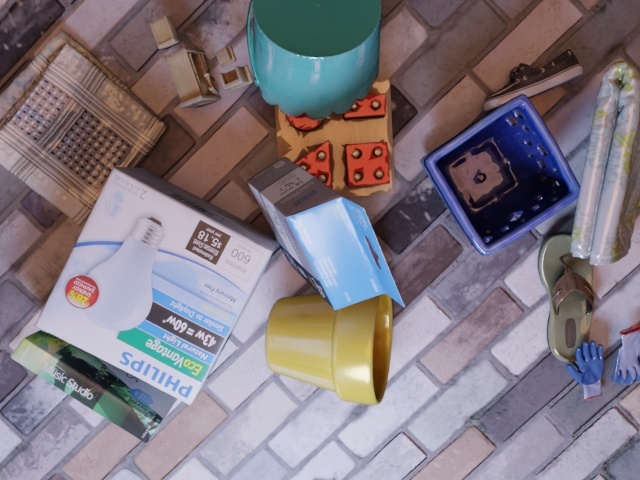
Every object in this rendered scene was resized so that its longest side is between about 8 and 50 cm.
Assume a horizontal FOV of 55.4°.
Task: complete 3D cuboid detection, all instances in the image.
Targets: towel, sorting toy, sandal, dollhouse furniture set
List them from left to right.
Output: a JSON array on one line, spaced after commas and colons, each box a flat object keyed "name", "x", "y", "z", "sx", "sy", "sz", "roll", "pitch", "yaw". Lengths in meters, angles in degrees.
[{"name": "towel", "x": -0.550, "y": -0.243, "z": 1.337, "sx": 0.324, "sy": 0.056, "sz": 0.312, "roll": 41, "pitch": 96, "yaw": -3}, {"name": "dollhouse furniture set", "x": -0.236, "y": -0.392, "z": 1.279, "sx": 0.161, "sy": 0.101, "sz": 0.182, "roll": -16, "pitch": 97, "yaw": 20}, {"name": "sorting toy", "x": 0.031, "y": -0.218, "z": 1.318, "sx": 0.255, "sy": 0.089, "sz": 0.257, "roll": -4, "pitch": 97, "yaw": 1}, {"name": "sandal", "x": 0.562, "y": 0.129, "z": 1.356, "sx": 0.120, "sy": 0.086, "sz": 0.303, "roll": -9, "pitch": 97, "yaw": 1}, {"name": "towel", "x": 0.597, "y": -0.137, "z": 1.217, "sx": 0.090, "sy": 0.320, "sz": 0.375, "roll": 12, "pitch": 98, "yaw": 31}]

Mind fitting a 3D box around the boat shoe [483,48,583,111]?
[{"name": "boat shoe", "x": 0.447, "y": -0.346, "z": 1.307, "sx": 0.228, "sy": 0.080, "sz": 0.076, "roll": -23, "pitch": 90, "yaw": 2}]

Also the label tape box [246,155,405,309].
[{"name": "label tape box", "x": 0.000, "y": 0.000, "z": 1.183, "sx": 0.106, "sy": 0.333, "sz": 0.241, "roll": -33, "pitch": 122, "yaw": -11}]

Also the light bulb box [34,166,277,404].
[{"name": "light bulb box", "x": -0.328, "y": 0.084, "z": 1.289, "sx": 0.358, "sy": 0.225, "sz": 0.361, "roll": 27, "pitch": 95, "yaw": -3}]

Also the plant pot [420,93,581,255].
[{"name": "plant pot", "x": 0.352, "y": -0.135, "z": 1.264, "sx": 0.236, "sy": 0.212, "sz": 0.236, "roll": -33, "pitch": 96, "yaw": 4}]

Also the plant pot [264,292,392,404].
[{"name": "plant pot", "x": 0.019, "y": 0.210, "z": 1.306, "sx": 0.239, "sy": 0.254, "sz": 0.254, "roll": 3, "pitch": 97, "yaw": 16}]

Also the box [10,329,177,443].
[{"name": "box", "x": -0.465, "y": 0.290, "z": 1.311, "sx": 0.322, "sy": 0.232, "sz": 0.058, "roll": 33, "pitch": 91, "yaw": -4}]

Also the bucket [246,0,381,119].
[{"name": "bucket", "x": -0.009, "y": -0.402, "z": 1.200, "sx": 0.281, "sy": 0.183, "sz": 0.281, "roll": 1, "pitch": 69, "yaw": -2}]

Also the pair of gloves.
[{"name": "pair of gloves", "x": 0.651, "y": 0.278, "z": 1.381, "sx": 0.198, "sy": 0.023, "sz": 0.159, "roll": -16, "pitch": 112, "yaw": -3}]
